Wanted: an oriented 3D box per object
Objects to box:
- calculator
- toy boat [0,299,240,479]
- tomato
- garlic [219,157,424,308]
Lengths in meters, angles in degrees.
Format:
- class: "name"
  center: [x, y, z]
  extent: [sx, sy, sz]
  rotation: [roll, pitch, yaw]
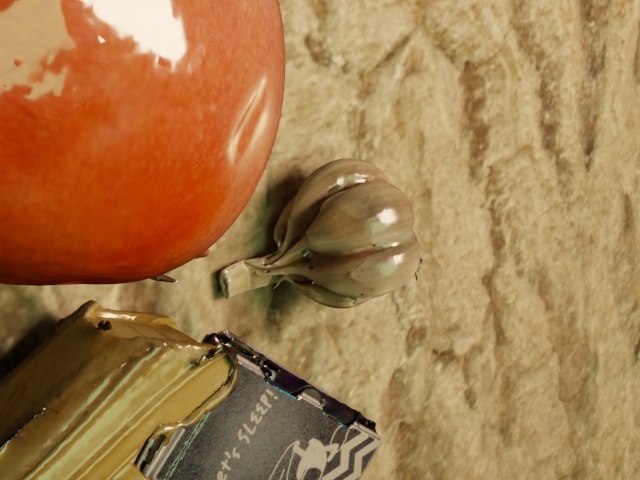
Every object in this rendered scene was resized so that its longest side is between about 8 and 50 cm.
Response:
- class: "calculator"
  center: [-0.051, 0.207, 1.154]
  extent: [0.274, 0.028, 0.166]
  rotation: [37, 81, -43]
- class: "toy boat"
  center: [-0.250, 0.222, 0.903]
  extent: [0.445, 0.136, 0.162]
  rotation: [-44, 126, -18]
- class: "tomato"
  center: [-0.169, -0.130, 0.685]
  extent: [0.341, 0.341, 0.273]
  rotation: [10, 117, -46]
- class: "garlic"
  center: [0.000, 0.000, 1.080]
  extent: [0.194, 0.127, 0.131]
  rotation: [-12, 82, -12]
